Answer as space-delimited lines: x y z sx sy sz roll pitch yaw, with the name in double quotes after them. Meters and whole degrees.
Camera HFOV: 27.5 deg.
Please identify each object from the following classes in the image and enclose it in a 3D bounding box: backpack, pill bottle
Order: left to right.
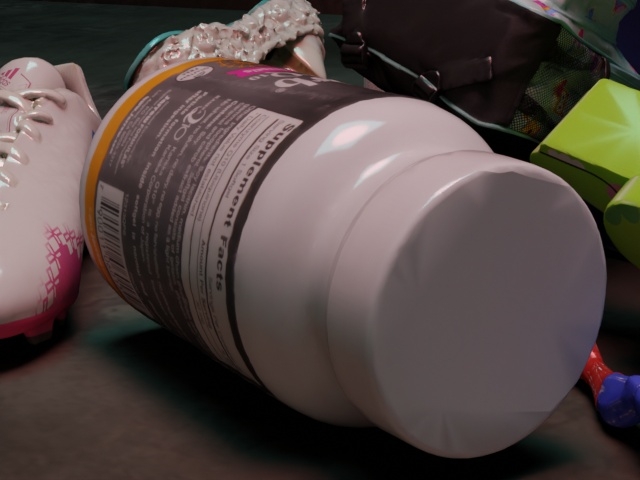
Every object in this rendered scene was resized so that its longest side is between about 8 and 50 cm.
0.000 0.000 0.663 0.162 0.162 0.278 -9 18 -32 "pill bottle"
0.122 -0.126 0.856 0.166 0.144 0.188 31 2 37 "backpack"

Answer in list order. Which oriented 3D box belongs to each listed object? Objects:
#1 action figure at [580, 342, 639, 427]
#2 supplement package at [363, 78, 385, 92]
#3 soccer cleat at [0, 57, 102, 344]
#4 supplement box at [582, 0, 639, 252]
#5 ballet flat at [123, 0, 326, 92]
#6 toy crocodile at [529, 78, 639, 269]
0.174 0.050 0.552 0.092 0.139 0.280 -1 18 -5 "action figure"
0.156 -0.150 1.142 0.194 0.203 0.149 -11 19 -35 "supplement package"
-0.202 -0.038 0.830 0.116 0.143 0.331 0 15 -3 "soccer cleat"
0.317 -0.119 1.051 0.357 0.194 0.195 -12 19 -37 "supplement box"
-0.069 -0.169 1.410 0.147 0.147 0.409 6 19 20 "ballet flat"
0.264 -0.003 0.682 0.341 0.105 0.115 23 63 36 "toy crocodile"
